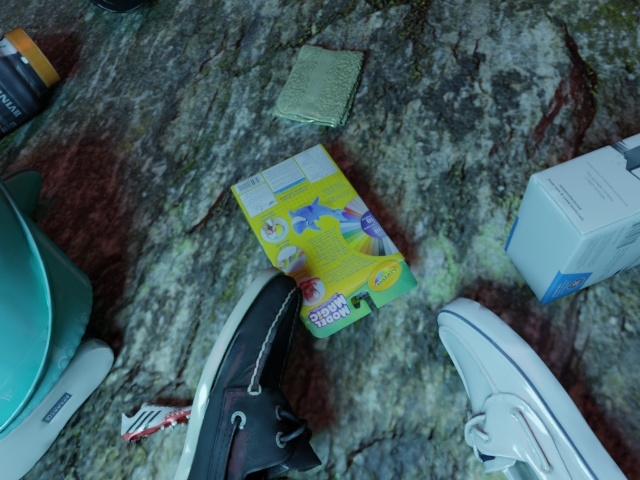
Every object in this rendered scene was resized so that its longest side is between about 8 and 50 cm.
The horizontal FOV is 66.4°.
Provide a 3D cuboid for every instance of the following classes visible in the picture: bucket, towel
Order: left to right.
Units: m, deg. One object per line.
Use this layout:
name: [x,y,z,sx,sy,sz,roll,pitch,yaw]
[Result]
bucket: [-0.373,0.067,0.456,0.280,0.183,0.281,-18,44,18]
towel: [0.001,-0.226,0.705,0.109,0.027,0.148,12,63,14]

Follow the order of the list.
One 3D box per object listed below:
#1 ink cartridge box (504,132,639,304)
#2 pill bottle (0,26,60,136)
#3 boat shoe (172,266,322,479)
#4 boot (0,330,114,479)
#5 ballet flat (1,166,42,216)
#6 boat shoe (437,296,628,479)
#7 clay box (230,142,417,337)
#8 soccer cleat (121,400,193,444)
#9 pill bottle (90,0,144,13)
ink cartridge box: [0.298,-0.028,0.484,0.190,0.140,0.082,-22,58,-6]
pill bottle: [-0.509,-0.207,0.706,0.245,0.130,0.130,-41,63,-15]
boat shoe: [-0.058,0.191,0.417,0.112,0.127,0.340,14,65,14]
boot: [-0.310,0.169,0.506,0.086,0.069,0.190,24,58,28]
ballet flat: [-0.443,0.009,0.613,0.247,0.083,0.087,-37,86,-13]
boat shoe: [0.169,0.166,0.416,0.084,0.095,0.258,-27,59,-13]
clay box: [0.000,0.000,0.560,0.127,0.053,0.222,-27,61,-8]
soccer cleat: [-0.163,0.177,0.496,0.083,0.029,0.036,-22,64,1]
pill bottle: [-0.383,-0.478,0.840,0.122,0.123,0.219,-37,49,-13]
